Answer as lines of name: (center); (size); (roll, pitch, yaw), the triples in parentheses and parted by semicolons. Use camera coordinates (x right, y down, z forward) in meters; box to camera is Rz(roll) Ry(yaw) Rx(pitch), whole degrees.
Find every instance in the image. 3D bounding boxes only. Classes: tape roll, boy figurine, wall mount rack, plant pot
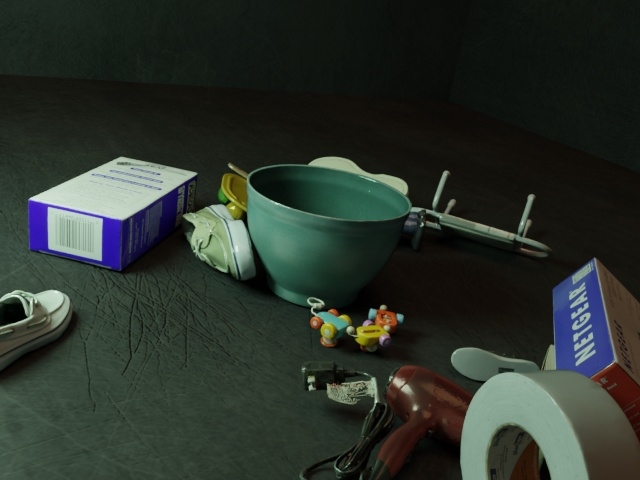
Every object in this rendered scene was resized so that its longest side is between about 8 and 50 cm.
tape roll: (0.232, 0.246, 0.741); (0.072, 0.219, 0.219); (2, 23, -20)
boy figurine: (0.094, -0.050, 1.605); (0.284, 0.092, 0.177); (10, 22, 2)
wall mount rack: (0.393, -0.055, 1.719); (0.349, 0.131, 0.304); (18, -9, 16)
plant pot: (0.000, 0.000, 1.288); (0.292, 0.197, 0.293); (9, 21, -4)

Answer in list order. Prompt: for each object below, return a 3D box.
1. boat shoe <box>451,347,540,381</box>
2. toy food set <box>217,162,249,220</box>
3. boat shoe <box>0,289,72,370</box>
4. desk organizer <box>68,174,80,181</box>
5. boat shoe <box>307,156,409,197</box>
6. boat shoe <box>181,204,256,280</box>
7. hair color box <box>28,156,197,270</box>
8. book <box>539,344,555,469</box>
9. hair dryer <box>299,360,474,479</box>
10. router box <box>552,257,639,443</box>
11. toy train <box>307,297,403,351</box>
boat shoe: (0.274, 0.198, 1.127); (0.142, 0.049, 0.040); (12, 2, 0)
toy food set: (-0.181, -0.086, 1.620); (0.128, 0.071, 0.218); (30, 19, -15)
boat shoe: (-0.414, 0.109, 0.992); (0.083, 0.076, 0.226); (12, 21, 5)
desk organizer: (-0.501, -0.121, 1.567); (0.047, 0.050, 0.130); (13, 21, 7)
boat shoe: (0.091, -0.128, 1.800); (0.304, 0.091, 0.109); (22, 61, 33)
boat shoe: (-0.194, 0.008, 1.343); (0.094, 0.109, 0.302); (-14, 19, -16)
hair color box: (-0.391, -0.063, 1.397); (0.185, 0.110, 0.339); (13, 23, 10)
book: (0.291, 0.221, 0.931); (0.035, 0.144, 0.096); (13, 21, 17)
hair dryer: (0.114, 0.251, 0.914); (0.293, 0.080, 0.224); (1, 37, -6)
router box: (0.432, 0.206, 0.916); (0.301, 0.082, 0.335); (46, 25, -2)
toy train: (0.057, 0.142, 1.168); (0.166, 0.046, 0.125); (10, 20, -9)
